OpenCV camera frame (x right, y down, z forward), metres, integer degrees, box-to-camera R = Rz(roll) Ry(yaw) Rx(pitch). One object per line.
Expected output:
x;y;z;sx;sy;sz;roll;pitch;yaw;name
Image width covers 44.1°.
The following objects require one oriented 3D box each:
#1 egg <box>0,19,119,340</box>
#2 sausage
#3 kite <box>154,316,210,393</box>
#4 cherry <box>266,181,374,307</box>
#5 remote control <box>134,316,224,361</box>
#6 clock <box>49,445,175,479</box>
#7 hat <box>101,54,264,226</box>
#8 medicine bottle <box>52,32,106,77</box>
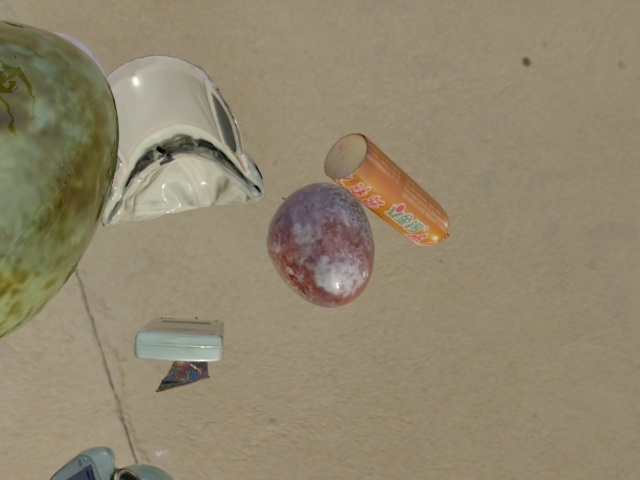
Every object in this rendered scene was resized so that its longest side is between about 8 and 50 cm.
-0.281;-0.045;0.585;0.238;0.238;0.289;40;75;-4;egg
0.138;-0.071;1.409;0.312;0.093;0.093;36;69;-39;sausage
-0.297;0.258;1.712;0.159;0.010;0.190;45;58;-32;kite
0.000;0.000;1.585;0.212;0.236;0.285;-32;57;-7;cherry
-0.242;0.172;1.404;0.145;0.344;0.050;3;88;-6;remote control
-0.290;0.394;1.158;0.146;0.243;0.200;-36;58;-1;clock
-0.187;-0.126;1.000;0.219;0.164;0.226;-7;110;6;hat
-0.574;-0.231;1.495;0.213;0.213;0.379;32;40;-7;medicine bottle
